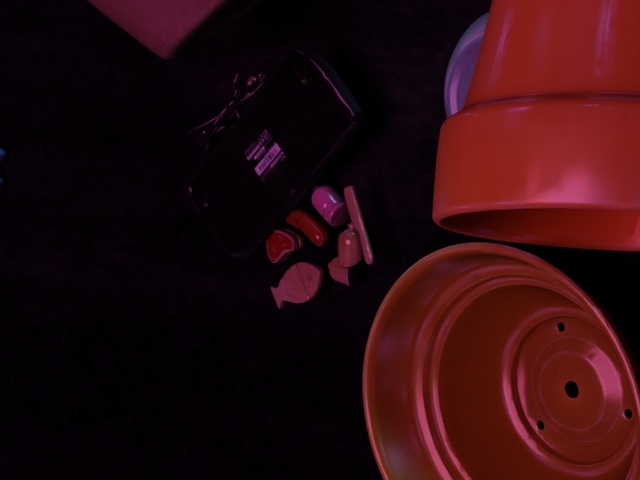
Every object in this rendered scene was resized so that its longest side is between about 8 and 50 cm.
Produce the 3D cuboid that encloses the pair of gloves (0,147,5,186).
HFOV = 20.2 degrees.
[{"bbox_3d":[-0.343,-0.047,1.595,0.159,0.023,0.198,38,122,34],"label":"pair of gloves"}]

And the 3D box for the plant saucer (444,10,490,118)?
[{"bbox_3d":[0.120,-0.089,1.146,0.119,0.021,0.119,11,106,41],"label":"plant saucer"}]

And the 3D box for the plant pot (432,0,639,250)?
[{"bbox_3d":[0.169,-0.097,0.992,0.205,0.205,0.188,-2,82,44],"label":"plant pot"}]

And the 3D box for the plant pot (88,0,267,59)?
[{"bbox_3d":[-0.114,-0.253,1.200,0.229,0.263,0.263,53,132,0],"label":"plant pot"}]

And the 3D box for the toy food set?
[{"bbox_3d":[0.000,0.000,1.283,0.122,0.019,0.078,-20,84,52],"label":"toy food set"}]

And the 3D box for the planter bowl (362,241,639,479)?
[{"bbox_3d":[0.135,0.101,1.123,0.217,0.090,0.217,11,107,41],"label":"planter bowl"}]

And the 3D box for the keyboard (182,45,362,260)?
[{"bbox_3d":[-0.034,-0.073,1.290,0.100,0.038,0.192,54,135,11],"label":"keyboard"}]
